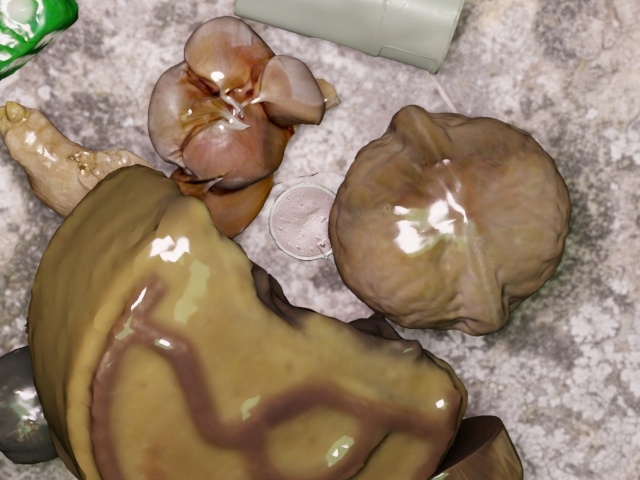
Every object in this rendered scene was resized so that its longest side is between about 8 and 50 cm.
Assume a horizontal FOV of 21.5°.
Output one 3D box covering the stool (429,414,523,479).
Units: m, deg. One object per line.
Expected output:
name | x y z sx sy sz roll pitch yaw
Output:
stool | 0.166 0.341 1.767 0.179 0.179 0.264 -25 97 2

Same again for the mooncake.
mooncake | -0.067 0.120 1.619 0.394 0.246 0.393 -9 107 -20

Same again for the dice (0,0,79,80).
dice | -0.330 -0.236 1.714 0.131 0.128 0.120 -40 97 3

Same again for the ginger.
ginger | -0.249 -0.060 1.747 0.213 0.074 0.137 24 139 13

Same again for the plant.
plant | -0.238 0.135 1.757 0.256 0.142 0.164 -27 97 -9

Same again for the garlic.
garlic | -0.103 -0.119 1.724 0.160 0.191 0.214 46 107 19

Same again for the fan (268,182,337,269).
fan | 0.000 0.000 1.810 0.085 0.005 0.133 -33 96 2

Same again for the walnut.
walnut | 0.130 -0.018 1.702 0.248 0.248 0.248 0 97 -1

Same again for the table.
table | 0.033 -0.259 1.720 0.220 0.126 0.126 16 96 -4
